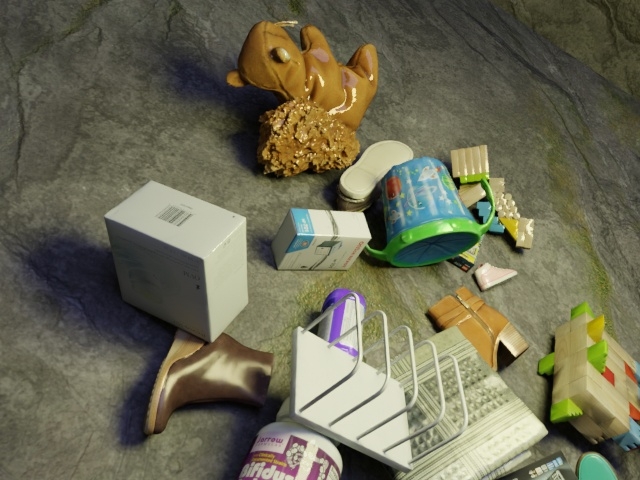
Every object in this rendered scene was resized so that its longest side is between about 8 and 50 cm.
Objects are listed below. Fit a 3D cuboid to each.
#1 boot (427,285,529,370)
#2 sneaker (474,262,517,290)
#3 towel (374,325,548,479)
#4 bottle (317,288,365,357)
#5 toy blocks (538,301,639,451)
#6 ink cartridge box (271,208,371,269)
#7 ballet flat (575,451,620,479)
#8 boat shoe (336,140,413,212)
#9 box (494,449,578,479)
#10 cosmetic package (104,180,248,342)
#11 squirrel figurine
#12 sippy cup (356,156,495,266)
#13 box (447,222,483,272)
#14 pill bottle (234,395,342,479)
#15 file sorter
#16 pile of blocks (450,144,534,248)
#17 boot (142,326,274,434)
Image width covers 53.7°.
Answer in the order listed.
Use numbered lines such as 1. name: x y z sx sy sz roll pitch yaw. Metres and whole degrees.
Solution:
1. boot: 0.333 0.234 1.491 0.284 0.109 0.220 -29 63 -29
2. sneaker: 0.471 0.086 1.713 0.134 0.051 0.070 -16 68 -31
3. towel: 0.247 0.358 1.296 0.324 0.056 0.312 -25 53 -18
4. bottle: 0.032 0.238 1.316 0.092 0.118 0.282 17 47 -6
5. toy blocks: 0.692 0.364 1.535 0.261 0.191 0.381 43 36 -7
6. ink cartridge box: 0.000 0.000 1.478 0.191 0.139 0.082 3 52 -25
7. ballet flat: 0.617 0.596 1.350 0.095 0.096 0.280 -19 67 10
8. boat shoe: 0.147 -0.174 1.727 0.117 0.096 0.324 32 44 15
9. box: 0.427 0.587 1.263 0.308 0.076 0.242 -7 59 -32
10. cosmetic package: -0.267 0.041 1.208 0.224 0.224 0.138 21 45 20
11. squirrel figurine: -0.052 -0.362 1.609 0.371 0.281 0.396 16 69 -56
12. sippy cup: 0.255 -0.077 1.578 0.306 0.240 0.223 -2 68 -26
13. box: 0.333 -0.033 1.743 0.233 0.044 0.159 32 46 -1
14. pill bottle: -0.061 0.422 1.084 0.169 0.169 0.301 29 46 -3
15. file sorter: 0.107 0.252 1.135 0.278 0.173 0.192 33 33 -25
16. pile of blocks: 0.500 -0.115 1.874 0.362 0.149 0.113 61 9 14
17. boot: -0.201 0.275 1.185 0.207 0.090 0.248 22 43 -7
